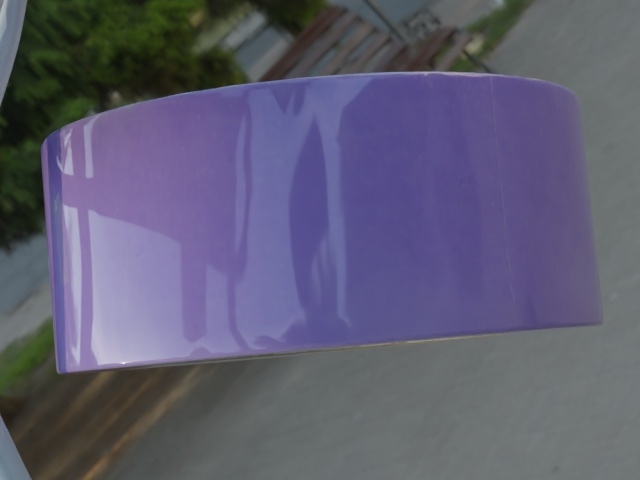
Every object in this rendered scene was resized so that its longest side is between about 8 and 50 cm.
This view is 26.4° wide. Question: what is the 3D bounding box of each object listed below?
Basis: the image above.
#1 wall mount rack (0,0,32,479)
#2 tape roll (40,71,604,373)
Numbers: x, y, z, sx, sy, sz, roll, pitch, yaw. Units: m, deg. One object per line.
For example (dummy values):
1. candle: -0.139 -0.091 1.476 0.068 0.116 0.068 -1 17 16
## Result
1. wall mount rack: -0.085 -0.002 0.339 0.350 0.131 0.304 -38 -38 -88
2. tape roll: 0.000 0.000 0.479 0.189 0.080 0.189 -4 -6 0
